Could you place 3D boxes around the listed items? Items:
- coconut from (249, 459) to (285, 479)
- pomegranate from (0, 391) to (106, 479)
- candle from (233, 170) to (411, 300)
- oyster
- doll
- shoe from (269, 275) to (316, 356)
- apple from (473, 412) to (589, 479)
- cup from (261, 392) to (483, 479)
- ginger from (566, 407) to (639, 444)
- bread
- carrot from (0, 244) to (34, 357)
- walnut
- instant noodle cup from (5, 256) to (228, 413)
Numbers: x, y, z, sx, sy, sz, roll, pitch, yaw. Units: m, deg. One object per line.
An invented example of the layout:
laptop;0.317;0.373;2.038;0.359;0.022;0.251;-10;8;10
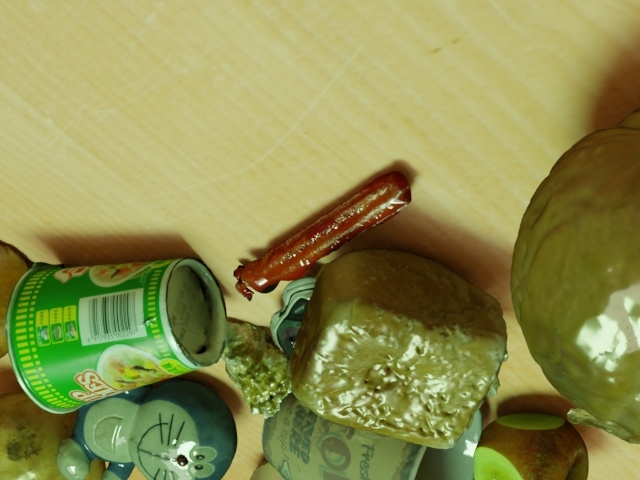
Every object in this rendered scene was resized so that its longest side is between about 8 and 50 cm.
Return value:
coconut;-0.069;0.418;1.993;0.116;0.122;0.116;11;144;8
pomegranate;-0.476;0.359;2.000;0.260;0.260;0.260;12;144;9
candle;0.000;0.000;1.463;0.051;0.048;0.329;41;139;-16
oyster;-0.084;0.168;1.678;0.121;0.146;0.045;-10;162;22
doll;-0.253;0.288;1.865;0.258;0.154;0.228;18;109;19
shoe;-0.014;0.122;1.578;0.071;0.099;0.169;-8;147;-17
apple;0.274;0.307;1.656;0.147;0.163;0.146;7;102;33
cup;0.059;0.242;1.652;0.257;0.227;0.301;16;116;25
ginger;0.378;0.231;1.613;0.137;0.044;0.057;22;116;-15
bread;0.097;0.120;1.458;0.246;0.176;0.196;17;123;-10
carrot;-0.505;0.137;1.703;0.196;0.254;0.196;15;143;12
walnut;0.329;0.022;1.148;0.332;0.333;0.333;12;144;9
instant noodle cup;-0.257;0.108;1.620;0.232;0.207;0.207;-12;135;26
